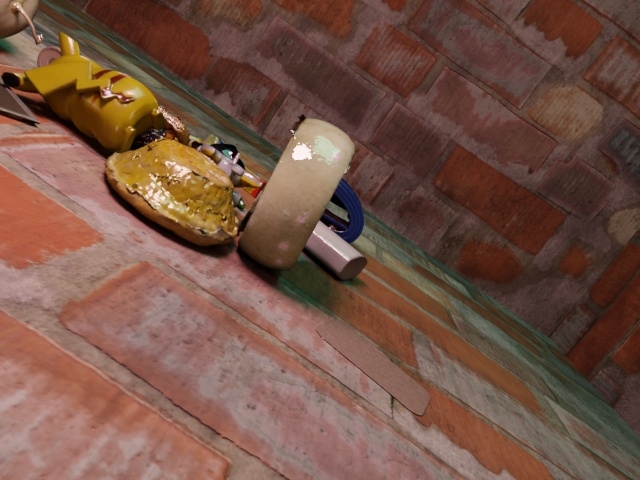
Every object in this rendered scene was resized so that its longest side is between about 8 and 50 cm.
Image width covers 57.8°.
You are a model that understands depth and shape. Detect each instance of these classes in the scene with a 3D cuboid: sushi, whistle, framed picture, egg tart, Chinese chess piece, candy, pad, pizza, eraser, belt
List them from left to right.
[{"bbox_3d":[-0.707,-0.323,1.167,0.252,0.014,0.197,42,13,30],"label":"framed picture"},{"bbox_3d":[-0.452,-0.267,1.490,0.084,0.094,0.098,34,-6,-28],"label":"sushi"},{"bbox_3d":[-0.498,-0.360,1.763,0.226,0.069,0.147,33,-14,-15],"label":"pizza"},{"bbox_3d":[-0.291,-0.117,1.228,0.341,0.132,0.341,34,13,-9],"label":"egg tart"},{"bbox_3d":[-0.353,-0.304,1.957,0.228,0.085,0.105,26,5,-40],"label":"whistle"},{"bbox_3d":[-0.241,-0.202,1.916,0.122,0.062,0.038,37,11,12],"label":"candy"},{"bbox_3d":[-0.060,-0.105,1.294,0.147,0.349,0.349,28,12,-6],"label":"Chinese chess piece"},{"bbox_3d":[-0.002,-0.133,1.952,0.347,0.212,0.117,39,12,-5],"label":"belt"},{"bbox_3d":[0.000,0.000,1.698,0.270,0.094,0.174,38,12,19],"label":"eraser"},{"bbox_3d":[0.112,0.254,1.195,0.266,0.002,0.176,38,11,14],"label":"pad"}]

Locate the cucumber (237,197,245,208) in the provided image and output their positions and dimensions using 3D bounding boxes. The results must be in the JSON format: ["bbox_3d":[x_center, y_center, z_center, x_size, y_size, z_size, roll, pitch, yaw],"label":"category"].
[{"bbox_3d":[-0.270,-0.145,1.675,0.184,0.033,0.036,42,-12,30],"label":"cucumber"}]

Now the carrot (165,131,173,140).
[{"bbox_3d":[-0.500,-0.304,1.635,0.043,0.043,0.248,39,13,19],"label":"carrot"}]

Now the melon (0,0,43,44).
[{"bbox_3d":[-0.862,-0.646,1.458,0.308,0.271,0.272,9,3,18],"label":"melon"}]

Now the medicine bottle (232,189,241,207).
[{"bbox_3d":[-0.304,-0.146,1.505,0.199,0.057,0.057,29,12,-29],"label":"medicine bottle"}]

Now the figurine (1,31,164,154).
[{"bbox_3d":[-0.527,-0.325,1.310,0.327,0.169,0.218,25,46,14],"label":"figurine"}]

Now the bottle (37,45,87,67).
[{"bbox_3d":[-0.721,-0.496,1.647,0.099,0.098,0.152,36,10,2],"label":"bottle"}]

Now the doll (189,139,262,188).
[{"bbox_3d":[-0.255,-0.198,1.442,0.316,0.103,0.145,37,-23,60],"label":"doll"}]
